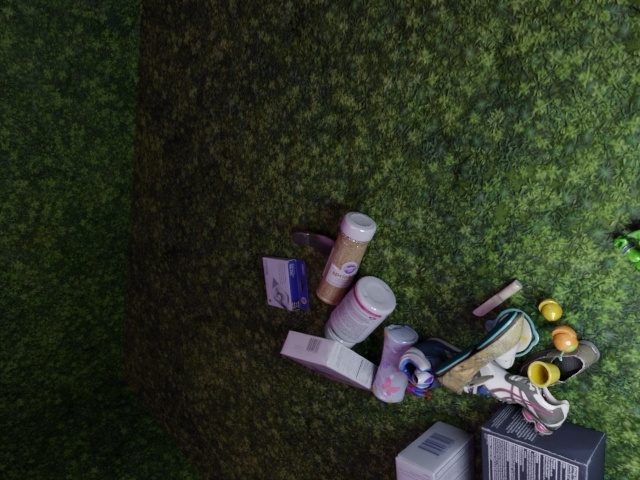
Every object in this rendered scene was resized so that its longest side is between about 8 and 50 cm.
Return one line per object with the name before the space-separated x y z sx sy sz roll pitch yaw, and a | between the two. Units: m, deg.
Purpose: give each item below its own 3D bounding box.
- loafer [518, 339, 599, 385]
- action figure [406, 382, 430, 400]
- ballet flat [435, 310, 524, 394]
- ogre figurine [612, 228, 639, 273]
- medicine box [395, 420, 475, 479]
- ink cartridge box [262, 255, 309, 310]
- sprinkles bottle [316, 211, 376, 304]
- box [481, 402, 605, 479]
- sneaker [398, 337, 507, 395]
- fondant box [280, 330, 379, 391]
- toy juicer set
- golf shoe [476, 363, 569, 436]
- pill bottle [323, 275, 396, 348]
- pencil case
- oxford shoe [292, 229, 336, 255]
loafer | 0.654 0.356 1.470 0.094 0.087 0.251 57 133 15
action figure | 0.339 0.538 1.872 0.115 0.030 0.038 11 113 44
ballet flat | 0.464 0.323 1.449 0.123 0.123 0.348 53 129 18
ogre figurine | 0.802 0.020 1.224 0.197 0.096 0.118 -20 76 34
medicine box | 0.389 0.807 1.738 0.149 0.263 0.289 7 107 43
ink cartridge box | -0.149 0.183 2.218 0.224 0.045 0.223 5 105 42
sprinkles bottle | 0.089 0.070 1.903 0.121 0.121 0.355 40 127 28
box | 0.643 0.676 1.512 0.294 0.182 0.296 8 110 43
sneaker | 0.400 0.428 1.630 0.322 0.236 0.130 24 118 37
fondant box | 0.049 0.449 1.926 0.238 0.330 0.096 3 63 43
toy juicer set | 0.566 0.229 1.467 0.329 0.089 0.209 52 127 45
golf shoe | 0.573 0.421 1.492 0.273 0.105 0.120 37 126 26
pill bottle | 0.134 0.271 1.893 0.160 0.160 0.283 52 132 19
pencil case | 0.260 0.434 1.839 0.124 0.113 0.273 16 110 22
oxford shoe | 0.000 0.000 2.009 0.212 0.076 0.076 20 115 21
